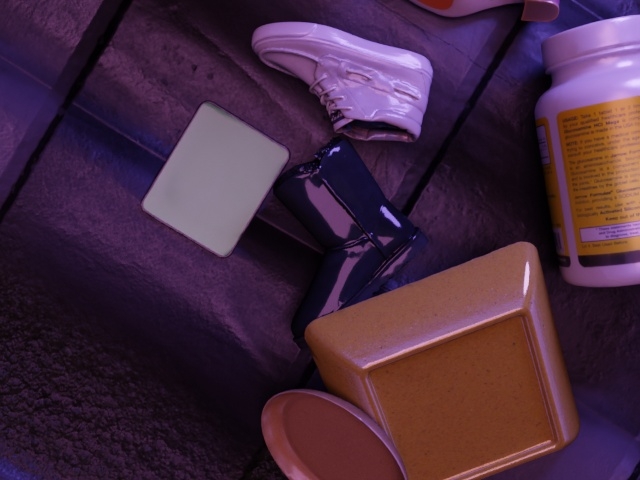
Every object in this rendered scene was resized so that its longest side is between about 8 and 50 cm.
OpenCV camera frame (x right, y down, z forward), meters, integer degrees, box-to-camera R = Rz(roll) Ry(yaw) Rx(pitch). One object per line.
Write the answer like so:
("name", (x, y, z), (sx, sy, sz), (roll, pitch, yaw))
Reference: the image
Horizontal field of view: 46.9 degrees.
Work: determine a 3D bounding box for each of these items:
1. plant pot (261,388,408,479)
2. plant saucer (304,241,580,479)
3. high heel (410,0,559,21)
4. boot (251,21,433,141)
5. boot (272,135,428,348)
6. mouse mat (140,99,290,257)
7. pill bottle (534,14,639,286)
("plant pot", (0.022, 0.292, 1.012), (0.236, 0.236, 0.032), (50, 47, -3))
("plant saucer", (0.187, 0.209, 1.004), (0.333, 0.081, 0.332), (-21, 111, -1))
("high heel", (0.226, -0.381, 1.046), (0.244, 0.082, 0.117), (10, 60, 12))
("boot", (0.024, -0.211, 1.013), (0.258, 0.095, 0.123), (11, 75, -3))
("boot", (0.000, 0.000, 1.032), (0.246, 0.094, 0.207), (-43, 94, -3))
("mouse mat", (-0.152, -0.088, 1.069), (0.153, 0.007, 0.189), (32, 92, -2))
("pill bottle", (0.394, -0.116, 0.991), (0.188, 0.188, 0.333), (-10, 93, -1))
